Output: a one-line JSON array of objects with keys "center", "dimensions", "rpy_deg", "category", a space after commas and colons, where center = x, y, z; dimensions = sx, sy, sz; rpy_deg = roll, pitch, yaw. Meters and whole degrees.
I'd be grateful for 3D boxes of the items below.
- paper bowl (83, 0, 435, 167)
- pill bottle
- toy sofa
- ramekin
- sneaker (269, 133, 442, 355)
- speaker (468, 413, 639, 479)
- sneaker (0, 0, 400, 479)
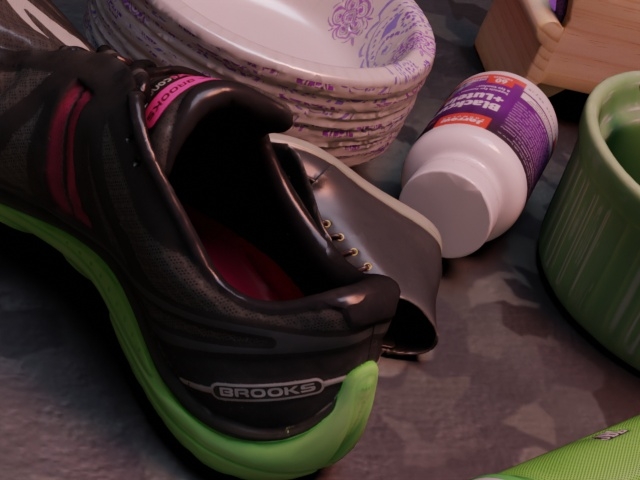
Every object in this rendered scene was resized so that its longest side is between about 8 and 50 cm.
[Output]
[{"center": [-0.059, -0.156, 1.326], "dimensions": [0.284, 0.148, 0.284], "rpy_deg": [19, 32, -13], "category": "paper bowl"}, {"center": [0.131, -0.063, 1.353], "dimensions": [0.108, 0.108, 0.193], "rpy_deg": [27, 33, 6], "category": "pill bottle"}, {"center": [0.358, -0.201, 1.625], "dimensions": [0.362, 0.177, 0.150], "rpy_deg": [10, 36, -18], "category": "toy sofa"}, {"center": [0.334, 0.000, 1.351], "dimensions": [0.303, 0.148, 0.303], "rpy_deg": [16, 34, -11], "category": "ramekin"}, {"center": [0.000, 0.000, 1.192], "dimensions": [0.222, 0.083, 0.118], "rpy_deg": [23, 33, -17], "category": "sneaker"}, {"center": [0.195, 0.182, 1.032], "dimensions": [0.296, 0.131, 0.131], "rpy_deg": [-13, 48, -43], "category": "speaker"}, {"center": [-0.116, -0.060, 1.087], "dimensions": [0.483, 0.202, 0.185], "rpy_deg": [44, 36, 18], "category": "sneaker"}]
